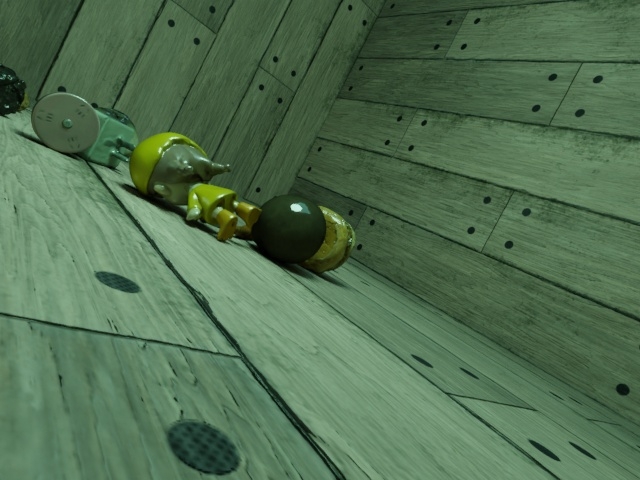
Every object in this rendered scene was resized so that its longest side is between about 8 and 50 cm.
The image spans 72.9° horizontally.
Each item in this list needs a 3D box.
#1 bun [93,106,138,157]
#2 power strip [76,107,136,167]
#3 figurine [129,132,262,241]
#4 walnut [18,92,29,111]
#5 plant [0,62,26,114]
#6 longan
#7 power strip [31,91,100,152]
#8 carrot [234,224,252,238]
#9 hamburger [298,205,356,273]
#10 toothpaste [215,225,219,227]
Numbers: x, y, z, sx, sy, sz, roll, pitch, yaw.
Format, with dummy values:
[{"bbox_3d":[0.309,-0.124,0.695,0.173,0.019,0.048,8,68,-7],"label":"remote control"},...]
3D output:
[{"bbox_3d":[-0.850,-0.442,1.723,0.272,0.168,0.273,28,10,-6],"label":"bun"},{"bbox_3d":[-0.646,-0.300,1.261,0.224,0.139,0.140,28,2,10],"label":"power strip"},{"bbox_3d":[-0.324,-0.138,1.111,0.343,0.187,0.215,35,16,13],"label":"figurine"},{"bbox_3d":[-1.062,-0.492,1.504,0.079,0.082,0.096,55,-2,-6],"label":"walnut"},{"bbox_3d":[-0.941,-0.446,1.231,0.203,0.131,0.142,27,5,16],"label":"plant"},{"bbox_3d":[-0.085,-0.033,1.189,0.196,0.197,0.220,25,-8,-37],"label":"longan"},{"bbox_3d":[-0.653,-0.301,1.114,0.154,0.154,0.078,25,1,-39],"label":"power strip"},{"bbox_3d":[-0.223,-0.026,1.277,0.047,0.047,0.191,28,6,8],"label":"carrot"},{"bbox_3d":[0.001,-0.001,1.340,0.213,0.214,0.108,29,2,28],"label":"hamburger"},{"bbox_3d":[-0.329,-0.084,1.290,0.070,0.044,0.193,27,2,-30],"label":"toothpaste"}]
